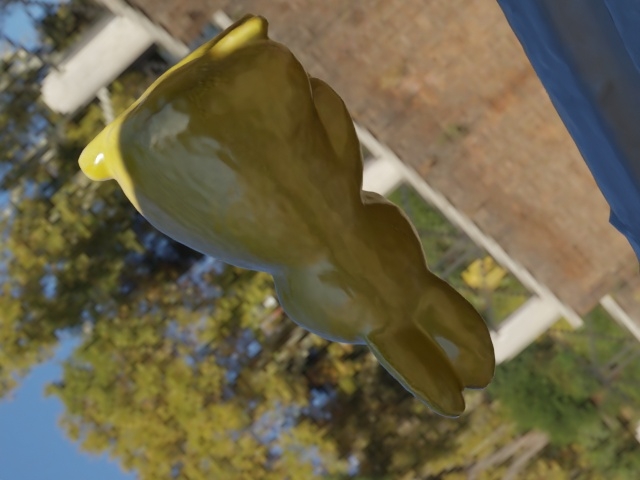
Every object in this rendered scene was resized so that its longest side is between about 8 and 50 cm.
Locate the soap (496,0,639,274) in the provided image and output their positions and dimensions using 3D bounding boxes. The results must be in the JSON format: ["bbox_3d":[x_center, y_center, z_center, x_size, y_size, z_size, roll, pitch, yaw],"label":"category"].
[{"bbox_3d":[0.280,-0.008,0.561,0.435,0.213,0.350,55,171,-25],"label":"soap"}]

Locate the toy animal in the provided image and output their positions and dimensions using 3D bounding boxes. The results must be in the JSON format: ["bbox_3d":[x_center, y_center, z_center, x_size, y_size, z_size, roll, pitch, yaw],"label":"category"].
[{"bbox_3d":[-0.003,0.002,0.522,0.159,0.083,0.070,48,-178,-13],"label":"toy animal"}]
